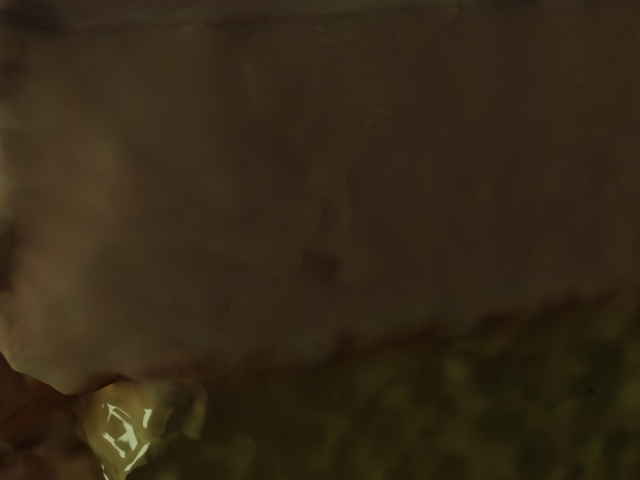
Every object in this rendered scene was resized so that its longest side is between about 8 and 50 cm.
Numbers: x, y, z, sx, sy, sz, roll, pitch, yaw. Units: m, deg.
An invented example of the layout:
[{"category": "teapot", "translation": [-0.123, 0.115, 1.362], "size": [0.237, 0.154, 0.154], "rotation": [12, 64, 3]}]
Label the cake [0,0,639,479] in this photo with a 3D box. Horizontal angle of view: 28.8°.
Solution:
[{"category": "cake", "translation": [0.000, 0.000, 0.496], "size": [0.314, 0.293, 0.306], "rotation": [-117, 26, -56]}]
